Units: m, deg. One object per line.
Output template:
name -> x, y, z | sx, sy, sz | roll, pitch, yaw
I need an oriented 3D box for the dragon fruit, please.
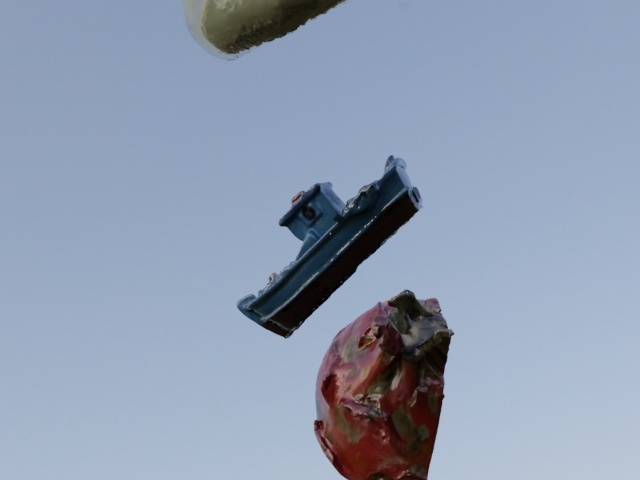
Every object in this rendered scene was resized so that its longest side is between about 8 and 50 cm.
dragon fruit -> 0.073, 0.138, 1.173 | 0.134, 0.262, 0.211 | 12, -43, -9

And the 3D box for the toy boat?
toy boat -> 0.000, 0.000, 1.004 | 0.223, 0.097, 0.100 | -44, -7, 15

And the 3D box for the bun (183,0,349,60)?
bun -> -0.022, -0.211, 0.758 | 0.183, 0.183, 0.102 | -20, -73, 26
